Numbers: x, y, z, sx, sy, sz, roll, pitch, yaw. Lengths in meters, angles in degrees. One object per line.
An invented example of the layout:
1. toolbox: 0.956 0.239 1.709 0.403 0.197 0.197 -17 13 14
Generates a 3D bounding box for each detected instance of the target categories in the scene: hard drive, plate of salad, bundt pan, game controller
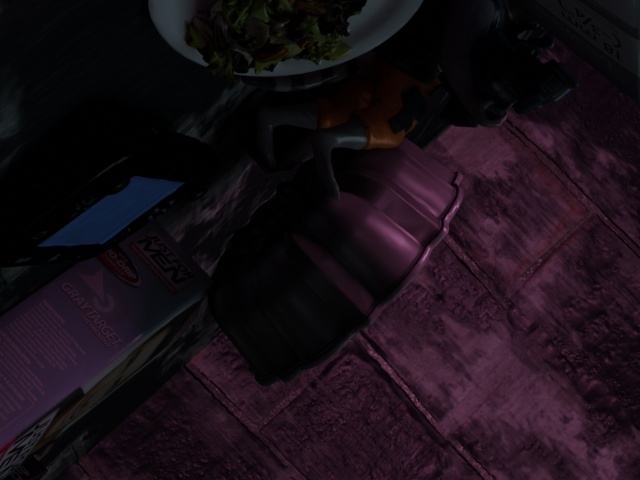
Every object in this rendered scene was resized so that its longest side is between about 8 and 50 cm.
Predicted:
1. hard drive: 0.062 -0.218 1.568 0.339 0.064 0.237 -45 174 13
2. plate of salad: -0.019 -0.165 0.944 0.199 0.048 0.200 -9 152 -5
3. bundt pan: 0.000 0.000 1.526 0.331 0.124 0.331 -41 -165 13
4. game controller: -0.183 -0.034 1.168 0.166 0.067 0.319 -44 174 6

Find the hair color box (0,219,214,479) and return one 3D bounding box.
1. hair color box: -0.298 0.141 1.446 0.374 0.113 0.185 -40 174 -41

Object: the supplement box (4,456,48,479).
1. supplement box: -0.440 0.300 1.558 0.239 0.130 0.073 -46 174 17

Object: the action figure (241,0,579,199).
1. action figure: 0.108 -0.175 1.331 0.330 0.178 0.341 -35 -171 -11

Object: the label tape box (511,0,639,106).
1. label tape box: 0.222 -0.238 1.167 0.106 0.240 0.334 -45 157 -1
